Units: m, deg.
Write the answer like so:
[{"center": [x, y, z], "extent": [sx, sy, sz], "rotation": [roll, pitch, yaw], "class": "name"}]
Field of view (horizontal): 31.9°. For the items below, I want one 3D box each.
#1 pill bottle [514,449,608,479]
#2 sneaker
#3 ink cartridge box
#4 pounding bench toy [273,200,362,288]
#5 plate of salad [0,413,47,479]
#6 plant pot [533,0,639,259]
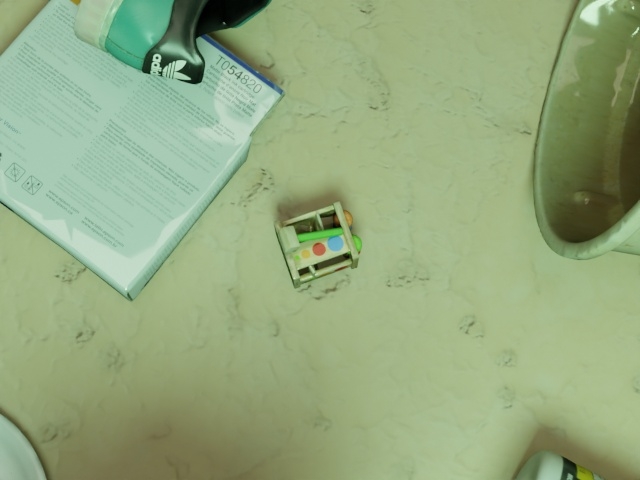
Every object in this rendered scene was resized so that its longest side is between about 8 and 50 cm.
[{"center": [0.239, 0.260, 0.866], "extent": [0.208, 0.119, 0.119], "rotation": [27, 80, 4], "class": "pill bottle"}, {"center": [-0.079, -0.253, 0.956], "extent": [0.121, 0.108, 0.302], "rotation": [31, 66, 1], "class": "sneaker"}, {"center": [-0.181, -0.100, 0.967], "extent": [0.223, 0.045, 0.224], "rotation": [37, 78, 6], "class": "ink cartridge box"}, {"center": [0.000, 0.000, 0.931], "extent": [0.065, 0.083, 0.052], "rotation": [-19, 80, -3], "class": "pounding bench toy"}, {"center": [-0.319, 0.224, 0.902], "extent": [0.200, 0.048, 0.200], "rotation": [0, 78, -1], "class": "plate of salad"}, {"center": [0.374, -0.102, 0.858], "extent": [0.305, 0.334, 0.334], "rotation": [17, 79, -8], "class": "plant pot"}]
